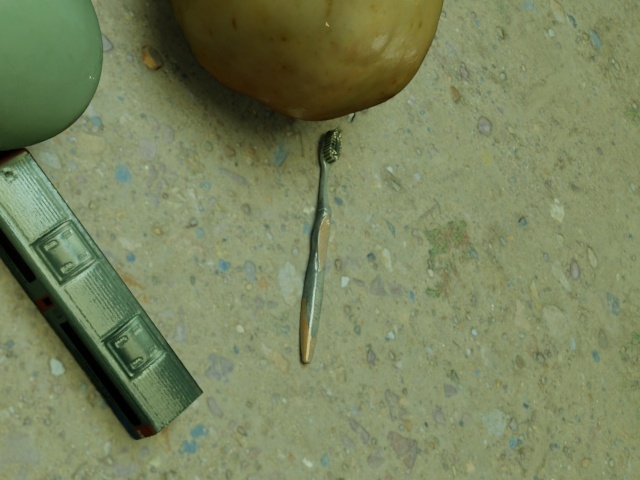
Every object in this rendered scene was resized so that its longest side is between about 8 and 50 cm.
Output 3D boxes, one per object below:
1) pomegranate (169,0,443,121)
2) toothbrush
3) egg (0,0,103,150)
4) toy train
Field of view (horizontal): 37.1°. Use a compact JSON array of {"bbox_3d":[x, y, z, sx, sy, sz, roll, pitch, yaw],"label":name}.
[{"bbox_3d":[-0.009,-0.378,1.291,0.411,0.411,0.412,15,65,-34],"label":"pomegranate"},{"bbox_3d":[0.000,0.000,1.399,0.028,0.037,0.375,20,64,-29],"label":"toothbrush"},{"bbox_3d":[-0.410,-0.249,0.995,0.389,0.276,0.276,33,55,-28],"label":"egg"},{"bbox_3d":[-0.290,0.044,1.111,0.086,0.089,0.409,-40,100,-36],"label":"toy train"}]
